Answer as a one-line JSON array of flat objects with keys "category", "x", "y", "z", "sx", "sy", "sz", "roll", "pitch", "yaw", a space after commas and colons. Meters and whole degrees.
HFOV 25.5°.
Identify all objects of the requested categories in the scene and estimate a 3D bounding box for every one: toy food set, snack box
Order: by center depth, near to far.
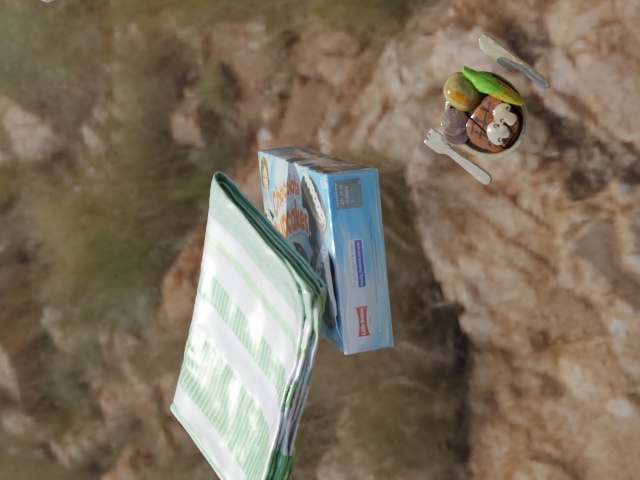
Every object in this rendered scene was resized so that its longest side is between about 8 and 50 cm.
[{"category": "snack box", "x": 0.000, "y": 0.000, "z": 1.565, "sx": 0.322, "sy": 0.060, "sz": 0.187, "roll": -153, "pitch": 56, "yaw": -74}, {"category": "toy food set", "x": 0.217, "y": -0.169, "z": 1.909, "sx": 0.132, "sy": 0.038, "sz": 0.192, "roll": 38, "pitch": 127, "yaw": 15}]

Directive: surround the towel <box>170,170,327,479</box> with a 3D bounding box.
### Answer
[{"category": "towel", "x": -0.086, "y": 0.125, "z": 1.548, "sx": 0.248, "sy": 0.038, "sz": 0.325, "roll": 47, "pitch": 135, "yaw": 45}]
